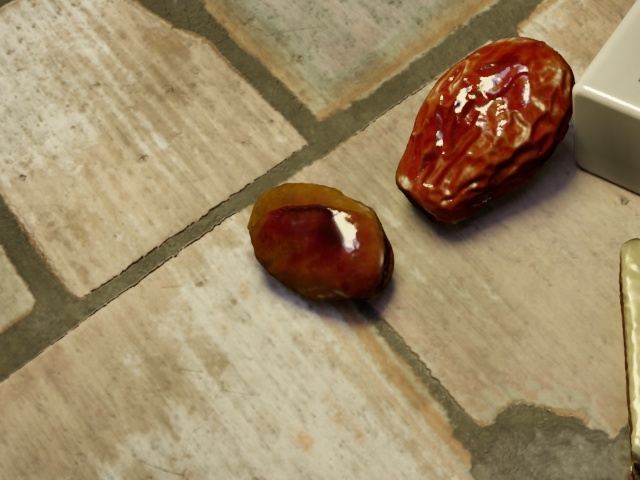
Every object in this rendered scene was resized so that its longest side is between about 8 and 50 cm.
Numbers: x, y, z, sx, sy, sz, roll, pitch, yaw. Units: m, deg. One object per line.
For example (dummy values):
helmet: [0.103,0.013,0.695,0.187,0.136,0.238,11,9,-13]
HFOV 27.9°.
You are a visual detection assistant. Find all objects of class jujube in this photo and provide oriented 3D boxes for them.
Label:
jujube: [0.234,-0.153,1.814,0.290,0.197,0.197,-47,59,1]

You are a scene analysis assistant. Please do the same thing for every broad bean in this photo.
broad bean: [0.001,0.003,1.808,0.228,0.122,0.156,24,92,31]

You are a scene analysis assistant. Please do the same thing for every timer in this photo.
timer: [0.477,-0.187,1.773,0.194,0.192,0.195,29,69,26]

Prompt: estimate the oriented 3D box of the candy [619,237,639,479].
candy: [0.466,0.158,1.599,0.179,0.135,0.321,-3,56,11]
